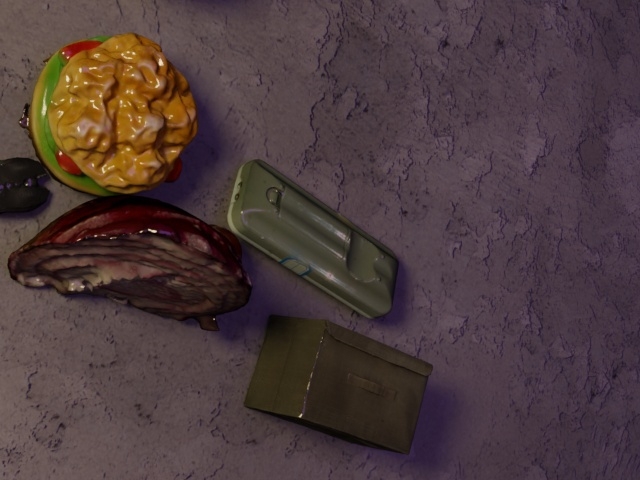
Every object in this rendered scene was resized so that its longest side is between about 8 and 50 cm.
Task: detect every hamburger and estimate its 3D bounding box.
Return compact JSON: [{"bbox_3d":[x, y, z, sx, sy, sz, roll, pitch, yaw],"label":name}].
[{"bbox_3d":[-0.263,-0.167,1.495,0.237,0.149,0.237,2,87,-38],"label":"hamburger"}]

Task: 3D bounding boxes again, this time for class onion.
[{"bbox_3d":[-0.218,0.006,1.467,0.314,0.280,0.146,25,60,-35],"label":"onion"}]

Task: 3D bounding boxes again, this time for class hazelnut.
[{"bbox_3d":[-0.156,0.015,1.625,0.086,0.086,0.086,0,89,-38],"label":"hazelnut"}]

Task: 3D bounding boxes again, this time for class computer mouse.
[{"bbox_3d":[-0.408,-0.069,1.444,0.135,0.047,0.079,-10,96,-40],"label":"computer mouse"}]

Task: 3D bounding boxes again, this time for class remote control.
[{"bbox_3d":[0.000,0.000,1.737,0.335,0.065,0.128,34,51,-33],"label":"remote control"}]

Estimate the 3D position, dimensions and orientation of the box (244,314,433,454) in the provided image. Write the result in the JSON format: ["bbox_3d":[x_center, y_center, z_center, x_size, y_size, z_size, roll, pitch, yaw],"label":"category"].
[{"bbox_3d":[0.032,0.222,1.717,0.231,0.155,0.149,25,75,-36],"label":"box"}]
